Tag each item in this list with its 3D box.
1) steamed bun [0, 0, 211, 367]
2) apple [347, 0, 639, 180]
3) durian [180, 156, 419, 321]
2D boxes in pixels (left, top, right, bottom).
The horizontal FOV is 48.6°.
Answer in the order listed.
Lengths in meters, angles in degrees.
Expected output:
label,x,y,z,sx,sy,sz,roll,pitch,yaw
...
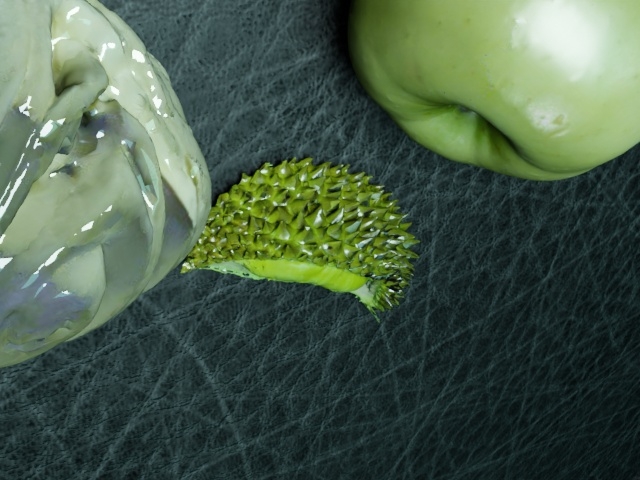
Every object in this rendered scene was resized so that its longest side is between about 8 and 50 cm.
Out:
label,x,y,z,sx,sy,sz,roll,pitch,yaw
steamed bun,-0.246,-0.034,0.577,0.339,0.247,0.352,-49,144,-4
apple,0.210,-0.241,0.722,0.357,0.357,0.357,-17,126,-25
durian,0.000,0.000,0.911,0.352,0.158,0.169,13,144,-39
